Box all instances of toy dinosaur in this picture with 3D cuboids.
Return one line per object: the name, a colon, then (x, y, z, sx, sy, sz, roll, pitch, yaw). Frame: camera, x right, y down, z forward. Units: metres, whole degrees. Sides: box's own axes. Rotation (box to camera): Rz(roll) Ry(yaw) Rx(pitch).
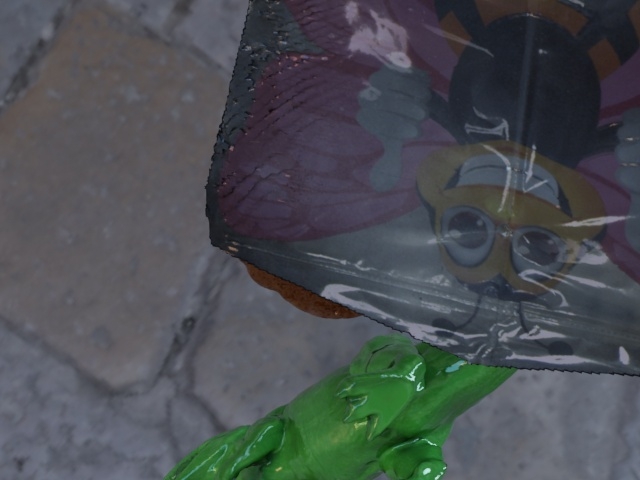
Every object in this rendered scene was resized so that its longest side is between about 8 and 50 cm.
toy dinosaur: (0.095, 0.124, 1.258, 0.500, 0.374, 0.144, -32, 95, -13)

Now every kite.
kite: (0.058, -0.106, 0.365, 0.204, 0.360, 0.022, 11, 34, 15)

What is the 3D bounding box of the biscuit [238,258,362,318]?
biscuit: (0.000, 0.000, 0.913, 0.130, 0.102, 0.019, 39, 22, -26)
